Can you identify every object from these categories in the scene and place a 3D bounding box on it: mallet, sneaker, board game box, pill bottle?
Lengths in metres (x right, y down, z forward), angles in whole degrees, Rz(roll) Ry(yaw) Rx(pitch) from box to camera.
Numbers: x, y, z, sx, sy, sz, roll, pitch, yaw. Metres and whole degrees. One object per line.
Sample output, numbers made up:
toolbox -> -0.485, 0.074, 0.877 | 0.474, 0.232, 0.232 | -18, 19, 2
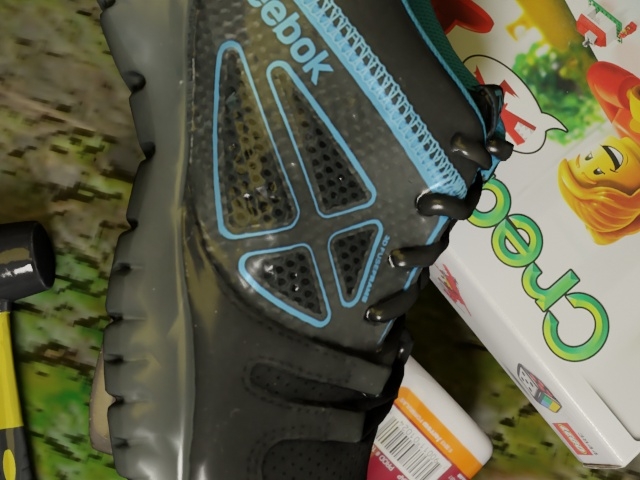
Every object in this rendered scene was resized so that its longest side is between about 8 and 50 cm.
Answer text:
mallet -> -0.162, 0.085, 0.667 | 0.062, 0.039, 0.190 | -3, 82, 7
sneaker -> 0.000, 0.000, 0.484 | 0.139, 0.125, 0.341 | -3, 99, 8
board game box -> 0.093, -0.081, 0.586 | 0.193, 0.053, 0.305 | -40, 91, -14
pill bottle -> -0.004, 0.114, 0.607 | 0.152, 0.086, 0.086 | -44, 76, -1

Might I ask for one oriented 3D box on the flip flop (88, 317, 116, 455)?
flip flop -> -0.018, -0.014, 0.635 | 0.080, 0.112, 0.277 | 36, 81, 0
